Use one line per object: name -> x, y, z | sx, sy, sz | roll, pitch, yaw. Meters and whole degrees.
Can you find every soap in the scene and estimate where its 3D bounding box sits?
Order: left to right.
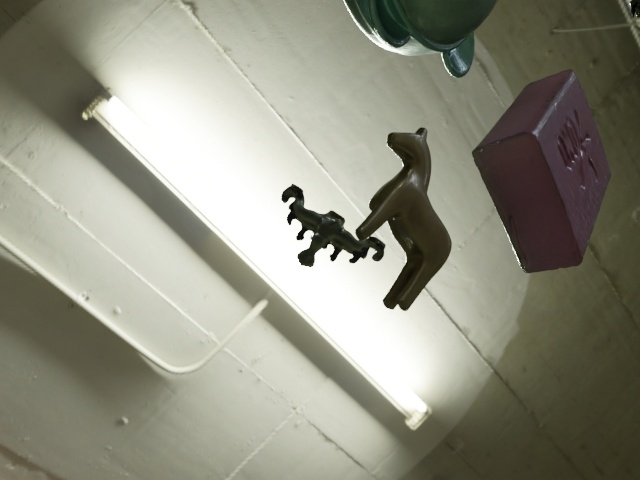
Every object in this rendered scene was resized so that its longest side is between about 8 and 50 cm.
soap -> 0.301, -0.098, 0.761 | 0.259, 0.081, 0.181 | -43, -68, -47

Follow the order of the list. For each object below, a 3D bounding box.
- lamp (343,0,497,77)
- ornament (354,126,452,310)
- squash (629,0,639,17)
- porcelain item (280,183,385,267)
lamp -> 0.091, -0.305, 0.529 | 0.209, 0.147, 0.283 | 2, -106, -53
ornament -> 0.140, -0.049, 0.941 | 0.245, 0.061, 0.230 | -47, -65, -30
squash -> 0.365, -0.215, 0.380 | 0.087, 0.332, 0.087 | 1, -91, -35
porcelain item -> 0.000, 0.000, 0.649 | 0.136, 0.021, 0.075 | 34, -110, 8
